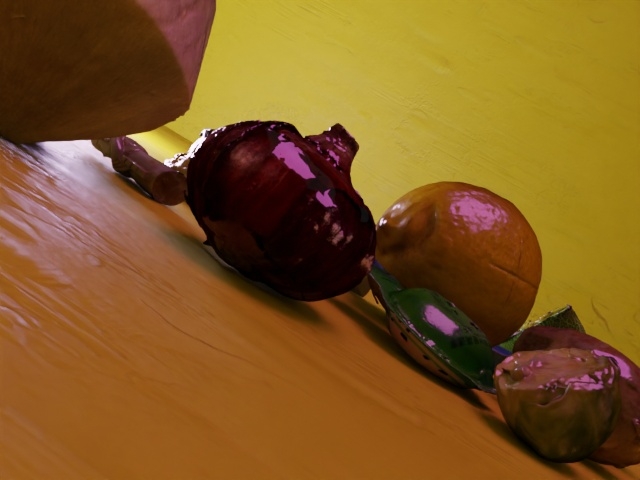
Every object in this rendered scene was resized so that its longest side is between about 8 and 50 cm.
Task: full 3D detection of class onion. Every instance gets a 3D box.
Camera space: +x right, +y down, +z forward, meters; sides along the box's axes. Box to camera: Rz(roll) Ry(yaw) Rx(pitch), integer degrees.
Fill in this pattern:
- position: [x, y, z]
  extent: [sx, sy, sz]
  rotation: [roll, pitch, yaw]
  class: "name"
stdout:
- position: [-0.036, -0.050, 0.947]
  extent: [0.252, 0.219, 0.252]
  rotation: [38, -2, 1]
  class: "onion"

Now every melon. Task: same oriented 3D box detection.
- position: [0.487, 0.259, 1.725]
  extent: [0.169, 0.129, 0.265]
  rotation: [59, -16, 11]
  class: "melon"

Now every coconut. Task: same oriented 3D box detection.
- position: [-0.332, -0.291, 1.008]
  extent: [0.344, 0.415, 0.415]
  rotation: [41, -3, -39]
  class: "coconut"

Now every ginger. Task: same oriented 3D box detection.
- position: [0.407, 0.231, 1.178]
  extent: [0.244, 0.155, 0.304]
  rotation: [31, 4, 28]
  class: "ginger"

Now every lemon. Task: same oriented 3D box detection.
- position: [0.222, 0.043, 1.323]
  extent: [0.297, 0.297, 0.297]
  rotation: [31, 4, -2]
  class: "lemon"

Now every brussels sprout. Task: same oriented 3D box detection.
- position: [0.283, 0.200, 0.947]
  extent: [0.151, 0.122, 0.149]
  rotation: [-6, 6, -11]
  class: "brussels sprout"

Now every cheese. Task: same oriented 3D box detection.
- position: [0.136, 0.105, 1.112]
  extent: [0.204, 0.083, 0.320]
  rotation: [26, 16, -51]
  class: "cheese"

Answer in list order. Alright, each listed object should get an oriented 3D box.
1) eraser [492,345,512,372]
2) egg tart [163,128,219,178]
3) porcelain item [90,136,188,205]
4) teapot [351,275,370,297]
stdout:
- position: [0.339, 0.228, 1.545]
  extent: [0.312, 0.043, 0.144]
  rotation: [29, 5, -28]
  class: "eraser"
- position: [-0.137, -0.128, 1.404]
  extent: [0.294, 0.123, 0.294]
  rotation: [10, 5, -1]
  class: "egg tart"
- position: [-0.284, -0.122, 1.188]
  extent: [0.213, 0.054, 0.084]
  rotation: [34, 3, 35]
  class: "porcelain item"
- position: [0.008, 0.027, 1.418]
  extent: [0.200, 0.077, 0.107]
  rotation: [30, 24, -6]
  class: "teapot"
